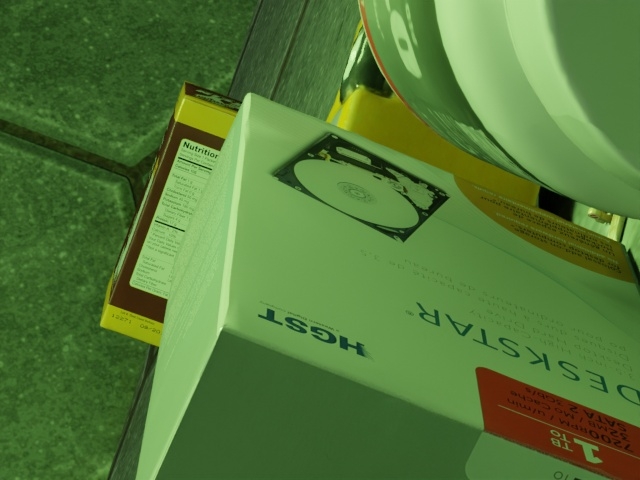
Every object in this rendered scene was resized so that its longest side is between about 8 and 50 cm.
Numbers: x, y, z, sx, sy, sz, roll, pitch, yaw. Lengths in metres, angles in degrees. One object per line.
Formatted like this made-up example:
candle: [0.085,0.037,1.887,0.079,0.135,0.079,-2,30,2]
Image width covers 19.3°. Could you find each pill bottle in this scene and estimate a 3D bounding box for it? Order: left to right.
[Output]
pill bottle: [0.107,-0.092,0.635,0.283,0.161,0.161,-132,63,-81]

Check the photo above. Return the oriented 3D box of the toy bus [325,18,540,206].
toy bus: [0.027,0.039,0.912,0.130,0.108,0.333,125,163,-63]

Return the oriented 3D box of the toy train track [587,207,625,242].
toy train track: [0.134,-0.024,0.812,0.083,0.014,0.048,135,154,-69]

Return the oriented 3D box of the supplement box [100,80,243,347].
supplement box: [-0.086,-0.015,1.548,0.191,0.129,0.194,-117,47,-81]

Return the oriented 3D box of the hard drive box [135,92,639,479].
hard drive box: [0.034,0.050,0.702,0.232,0.181,0.089,-92,25,-66]

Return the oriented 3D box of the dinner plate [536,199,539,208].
dinner plate: [0.086,0.032,0.969,0.141,0.017,0.141,-161,90,-81]
